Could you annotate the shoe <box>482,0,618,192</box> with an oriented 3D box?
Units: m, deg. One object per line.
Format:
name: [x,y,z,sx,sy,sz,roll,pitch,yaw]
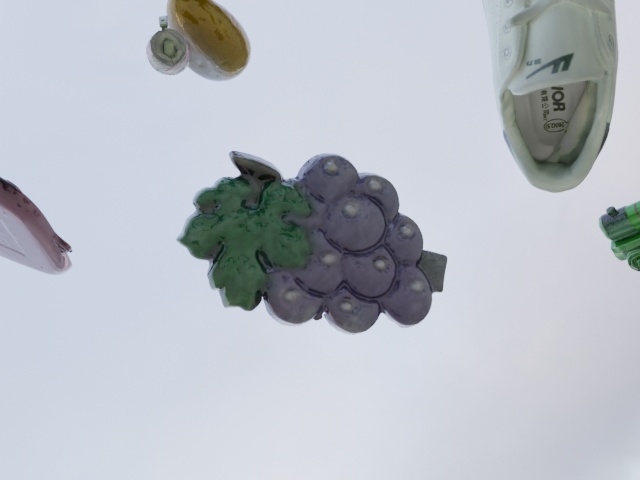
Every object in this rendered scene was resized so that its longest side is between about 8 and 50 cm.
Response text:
shoe: [0.206,-0.213,0.512,0.132,0.160,0.363,-2,-56,22]

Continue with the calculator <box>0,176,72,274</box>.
calculator: [-0.386,-0.048,0.585,0.043,0.294,0.194,-60,-9,-30]

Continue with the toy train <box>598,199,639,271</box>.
toy train: [0.535,-0.043,0.821,0.119,0.085,0.251,46,-46,-12]

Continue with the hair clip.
hair clip: [-0.001,0.001,0.402,0.195,0.052,0.124,11,-97,-15]

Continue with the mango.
mango: [-0.192,-0.341,0.948,0.195,0.137,0.098,40,-113,-65]

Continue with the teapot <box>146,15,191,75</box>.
teapot: [-0.217,-0.280,0.804,0.064,0.064,0.083,-10,-78,-13]
